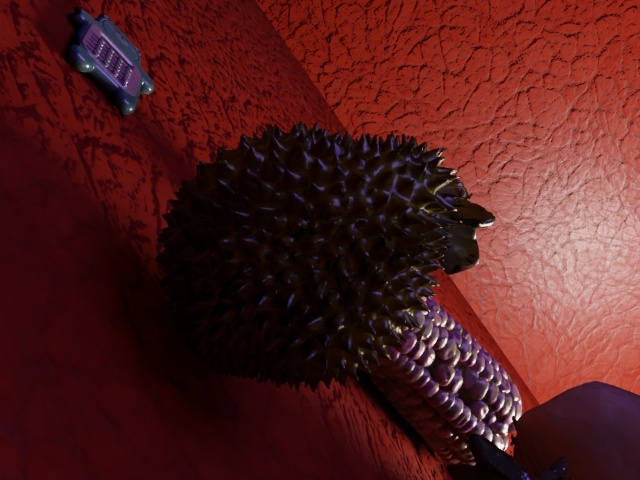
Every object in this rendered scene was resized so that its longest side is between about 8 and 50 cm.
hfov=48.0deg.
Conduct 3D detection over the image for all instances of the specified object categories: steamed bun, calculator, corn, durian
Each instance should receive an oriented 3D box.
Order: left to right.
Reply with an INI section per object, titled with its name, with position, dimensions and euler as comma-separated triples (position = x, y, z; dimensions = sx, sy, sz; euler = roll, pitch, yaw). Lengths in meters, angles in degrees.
[calculator]
position = -0.179, -0.157, 0.619
dimensions = 0.094, 0.019, 0.141
euler = 46, 15, -29
[durian]
position = -0.009, 0.003, 0.425
dimensions = 0.146, 0.198, 0.159
euler = 62, 30, -20
[corn]
position = 0.097, 0.115, 0.752
dimensions = 0.335, 0.127, 0.126
euler = 47, 15, -29
[steamed bun]
position = 0.296, 0.285, 0.629
dimensions = 0.275, 0.206, 0.320
euler = -121, -160, -62

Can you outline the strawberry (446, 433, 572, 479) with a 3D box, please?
[strawberry]
position = 0.141, 0.261, 0.511
dimensions = 0.228, 0.098, 0.174
euler = 58, 43, -32
